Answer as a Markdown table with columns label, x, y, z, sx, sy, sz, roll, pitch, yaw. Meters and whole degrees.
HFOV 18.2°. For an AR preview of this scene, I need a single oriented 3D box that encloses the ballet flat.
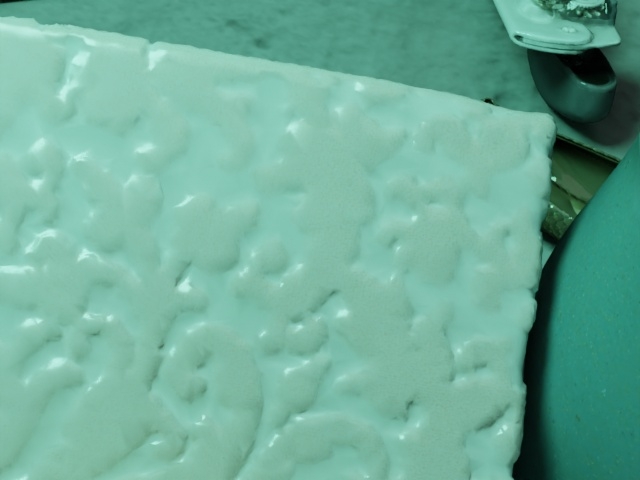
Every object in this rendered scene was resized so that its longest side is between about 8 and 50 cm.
| label | x | y | z | sx | sy | sz | roll | pitch | yaw |
| --- | --- | --- | --- | --- | --- | --- | --- | --- | --- |
| ballet flat | 0.165 | -0.031 | 1.221 | 0.250 | 0.058 | 0.084 | 25 | 46 | 18 |

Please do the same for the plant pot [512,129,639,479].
| label | x | y | z | sx | sy | sz | roll | pitch | yaw |
| --- | --- | --- | --- | --- | --- | --- | --- | --- | --- |
| plant pot | 0.225 | 0.055 | 0.991 | 0.271 | 0.255 | 0.272 | 5 | 42 | -5 |

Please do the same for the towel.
| label | x | y | z | sx | sy | sz | roll | pitch | yaw |
| --- | --- | --- | --- | --- | --- | --- | --- | --- | --- |
| towel | -0.059 | 0.071 | 0.955 | 0.317 | 0.053 | 0.332 | 9 | 78 | -1 |

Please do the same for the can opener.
| label | x | y | z | sx | sy | sz | roll | pitch | yaw |
| --- | --- | --- | --- | --- | --- | --- | --- | --- | --- |
| can opener | 0.138 | -0.179 | 1.369 | 0.074 | 0.093 | 0.280 | 2 | 34 | -10 |
